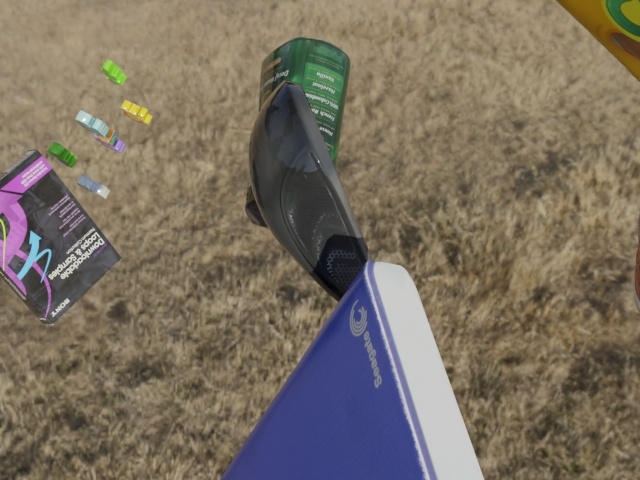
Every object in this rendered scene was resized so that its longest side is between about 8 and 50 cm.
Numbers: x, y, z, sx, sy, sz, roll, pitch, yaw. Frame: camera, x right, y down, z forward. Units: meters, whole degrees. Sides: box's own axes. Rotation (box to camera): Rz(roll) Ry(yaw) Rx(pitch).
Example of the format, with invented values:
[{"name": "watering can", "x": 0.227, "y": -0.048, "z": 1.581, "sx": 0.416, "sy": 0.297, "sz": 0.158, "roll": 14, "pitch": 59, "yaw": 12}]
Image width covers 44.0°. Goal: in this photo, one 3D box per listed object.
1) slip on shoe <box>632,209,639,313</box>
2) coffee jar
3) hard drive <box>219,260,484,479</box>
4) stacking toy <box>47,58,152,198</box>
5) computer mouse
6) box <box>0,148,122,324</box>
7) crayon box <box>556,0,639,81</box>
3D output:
[{"name": "slip on shoe", "x": 0.462, "y": 0.015, "z": 1.011, "sx": 0.123, "sy": 0.101, "sz": 0.331, "roll": -2, "pitch": 36, "yaw": 19}, {"name": "coffee jar", "x": -0.023, "y": -0.103, "z": 0.796, "sx": 0.079, "sy": 0.096, "sz": 0.184, "roll": 16, "pitch": 70, "yaw": -32}, {"name": "hard drive", "x": -0.002, "y": 0.198, "z": 0.579, "sx": 0.040, "sy": 0.318, "sz": 0.210, "roll": 11, "pitch": 41, "yaw": -25}, {"name": "stacking toy", "x": -0.352, "y": -0.175, "z": 1.261, "sx": 0.052, "sy": 0.221, "sz": 0.167, "roll": 25, "pitch": 79, "yaw": 8}, {"name": "computer mouse", "x": 0.000, "y": 0.000, "z": 0.669, "sx": 0.072, "sy": 0.272, "sz": 0.188, "roll": -22, "pitch": 26, "yaw": 4}, {"name": "box", "x": -0.310, "y": -0.002, "z": 0.879, "sx": 0.029, "sy": 0.162, "sz": 0.116, "roll": 2, "pitch": 43, "yaw": 46}, {"name": "crayon box", "x": 0.225, "y": -0.074, "z": 0.290, "sx": 0.323, "sy": 0.083, "sz": 0.203, "roll": 42, "pitch": -5, "yaw": -6}]
